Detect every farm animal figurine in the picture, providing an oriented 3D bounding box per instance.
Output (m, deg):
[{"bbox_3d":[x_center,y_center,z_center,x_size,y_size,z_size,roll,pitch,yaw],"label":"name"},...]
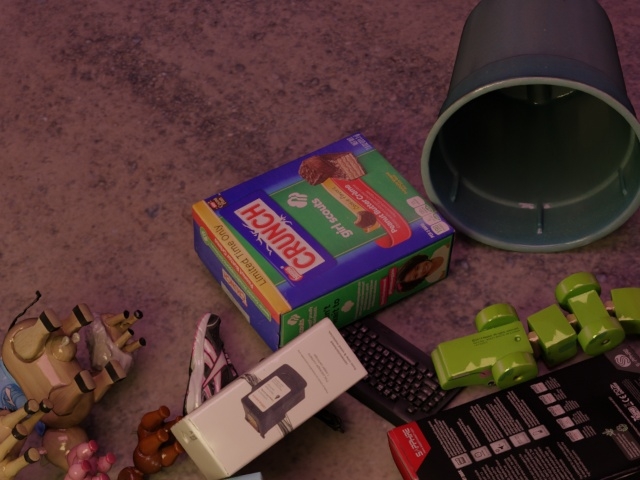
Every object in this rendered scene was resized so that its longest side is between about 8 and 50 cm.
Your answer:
[{"bbox_3d":[-0.367,0.237,1.780,0.172,0.330,0.327,-38,60,28],"label":"farm animal figurine"}]

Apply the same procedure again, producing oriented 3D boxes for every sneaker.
[{"bbox_3d":[-0.157,0.194,1.915,0.077,0.072,0.178,10,56,-7],"label":"sneaker"},{"bbox_3d":[-0.445,0.242,1.918,0.073,0.063,0.162,-45,54,-3],"label":"sneaker"}]

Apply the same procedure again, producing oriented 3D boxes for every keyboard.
[{"bbox_3d":[0.033,0.189,1.908,0.317,0.033,0.201,32,62,29],"label":"keyboard"}]

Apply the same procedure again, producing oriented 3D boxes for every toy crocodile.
[{"bbox_3d":[0.329,0.143,1.873,0.340,0.105,0.115,-20,51,-3],"label":"toy crocodile"}]

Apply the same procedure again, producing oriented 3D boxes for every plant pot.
[{"bbox_3d":[0.338,-0.218,2.023,0.341,0.341,0.334,2,45,8],"label":"plant pot"}]

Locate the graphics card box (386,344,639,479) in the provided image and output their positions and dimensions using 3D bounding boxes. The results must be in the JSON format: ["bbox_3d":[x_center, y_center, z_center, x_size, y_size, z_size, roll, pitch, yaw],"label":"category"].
[{"bbox_3d":[0.302,0.289,1.717,0.370,0.094,0.233,-20,32,-8],"label":"graphics card box"}]

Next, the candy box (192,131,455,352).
[{"bbox_3d":[0.000,0.000,1.984,0.317,0.122,0.268,-26,52,-21],"label":"candy box"}]

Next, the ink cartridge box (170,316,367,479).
[{"bbox_3d":[-0.074,0.221,1.755,0.237,0.172,0.100,-34,86,-19],"label":"ink cartridge box"}]

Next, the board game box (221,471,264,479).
[{"bbox_3d":[-0.115,0.456,1.619,0.144,0.142,0.275,-13,46,8],"label":"board game box"}]
